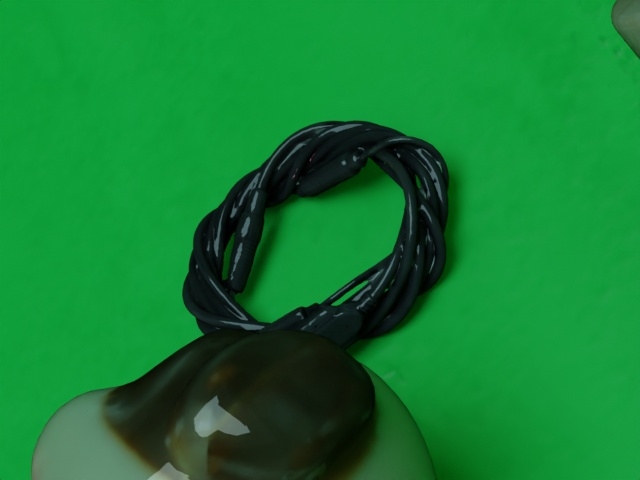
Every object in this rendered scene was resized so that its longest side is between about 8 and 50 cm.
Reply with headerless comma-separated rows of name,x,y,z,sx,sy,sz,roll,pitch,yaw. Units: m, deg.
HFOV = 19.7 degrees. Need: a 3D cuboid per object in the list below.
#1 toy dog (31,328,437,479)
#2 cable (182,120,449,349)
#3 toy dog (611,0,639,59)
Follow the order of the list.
toy dog,-0.058,0.238,0.875,0.395,0.284,0.408,-3,66,21
cable,0.000,0.000,1.100,0.184,0.047,0.150,-41,47,17
toy dog,0.308,-0.151,0.876,0.333,0.220,0.161,-14,30,22
